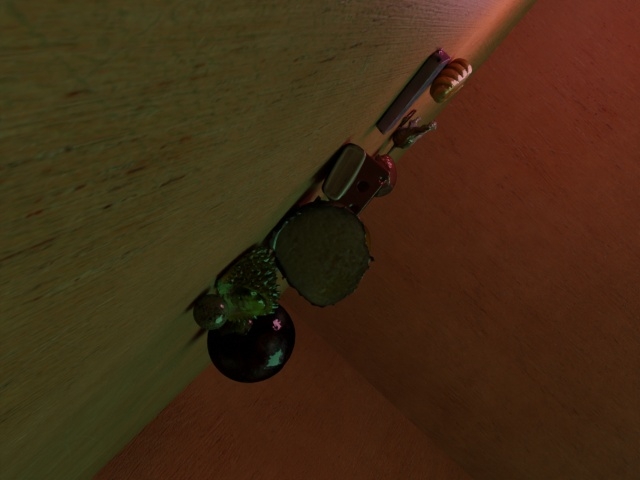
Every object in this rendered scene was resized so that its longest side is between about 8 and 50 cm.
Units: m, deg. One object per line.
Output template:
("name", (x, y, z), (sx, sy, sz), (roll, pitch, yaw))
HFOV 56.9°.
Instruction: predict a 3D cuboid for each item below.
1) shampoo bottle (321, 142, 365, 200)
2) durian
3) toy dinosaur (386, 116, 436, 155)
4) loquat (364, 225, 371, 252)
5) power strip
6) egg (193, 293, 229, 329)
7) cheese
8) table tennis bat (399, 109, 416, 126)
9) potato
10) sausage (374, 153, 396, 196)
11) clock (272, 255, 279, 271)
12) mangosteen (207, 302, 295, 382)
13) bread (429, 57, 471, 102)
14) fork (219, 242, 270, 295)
("shampoo bottle", (0.055, -0.164, 1.577), (0.153, 0.071, 0.284), (-61, 178, -3))
("durian", (-0.194, 0.121, 1.563), (0.169, 0.157, 0.355), (-7, 155, -13))
("toy dinosaur", (0.339, -0.407, 2.312), (0.205, 0.092, 0.393), (-42, -169, -35))
("loquat", (0.084, 0.018, 2.436), (0.284, 0.276, 0.276), (-21, 159, -44))
("power strip", (0.251, -0.405, 1.620), (0.279, 0.037, 0.109), (-50, 177, 34))
("egg", (-0.262, 0.171, 1.422), (0.085, 0.085, 0.110), (-47, 177, 2))
("cheese", (0.131, -0.186, 2.020), (0.203, 0.128, 0.177), (-52, 178, 7))
("table tennis bat", (0.322, -0.454, 2.197), (0.087, 0.013, 0.156), (-45, 179, 18))
("potato", (0.000, 0.000, 1.671), (0.288, 0.301, 0.237), (-20, -160, 11))
("sausage", (0.229, -0.250, 2.331), (0.148, 0.148, 0.254), (-47, 175, -3))
("clock", (-0.093, 0.014, 2.026), (0.236, 0.053, 0.236), (-48, 175, -6))
("mangosteen", (-0.250, 0.308, 2.005), (0.306, 0.359, 0.306), (-23, -153, 12))
("bread", (0.433, -0.537, 1.982), (0.177, 0.084, 0.119), (-45, 175, -27))
("fork", (-0.202, 0.081, 1.621), (0.219, 0.028, 0.034), (-45, 180, -38))
